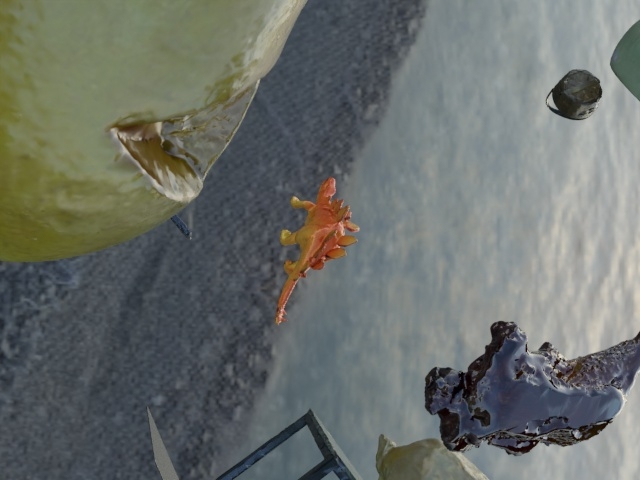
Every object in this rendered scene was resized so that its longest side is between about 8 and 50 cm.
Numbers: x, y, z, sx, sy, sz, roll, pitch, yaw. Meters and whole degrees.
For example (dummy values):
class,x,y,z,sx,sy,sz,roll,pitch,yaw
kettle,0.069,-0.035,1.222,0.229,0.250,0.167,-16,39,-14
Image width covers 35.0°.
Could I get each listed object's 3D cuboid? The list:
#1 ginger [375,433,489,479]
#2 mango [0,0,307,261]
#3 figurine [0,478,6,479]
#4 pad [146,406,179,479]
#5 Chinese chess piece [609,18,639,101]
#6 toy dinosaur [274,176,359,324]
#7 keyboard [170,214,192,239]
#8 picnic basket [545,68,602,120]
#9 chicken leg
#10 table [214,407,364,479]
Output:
class,x,y,z,sx,sy,sz,roll,pitch,yaw
ginger,0.160,0.347,1.256,0.138,0.152,0.267,81,-13,-64
mango,-0.097,-0.093,0.437,0.167,0.262,0.130,26,35,-25
figurine,-0.518,0.474,1.785,0.166,0.250,0.141,-66,142,-62
pad,-0.235,0.405,1.648,0.004,0.164,0.243,-20,115,-6
Chinese chess piece,0.510,-0.203,1.369,0.250,0.101,0.250,31,28,-18
toy dinosaur,0.000,0.000,1.477,0.070,0.117,0.288,53,35,-31
keyboard,-0.314,-0.102,1.831,0.017,0.087,0.250,-39,90,-7
picnic basket,0.363,-0.199,1.459,0.083,0.072,0.072,113,-5,-66
chicken leg,0.153,0.090,0.640,0.219,0.048,0.090,-2,111,-30
table,-0.012,0.482,1.490,0.272,0.222,0.335,-36,103,-5
